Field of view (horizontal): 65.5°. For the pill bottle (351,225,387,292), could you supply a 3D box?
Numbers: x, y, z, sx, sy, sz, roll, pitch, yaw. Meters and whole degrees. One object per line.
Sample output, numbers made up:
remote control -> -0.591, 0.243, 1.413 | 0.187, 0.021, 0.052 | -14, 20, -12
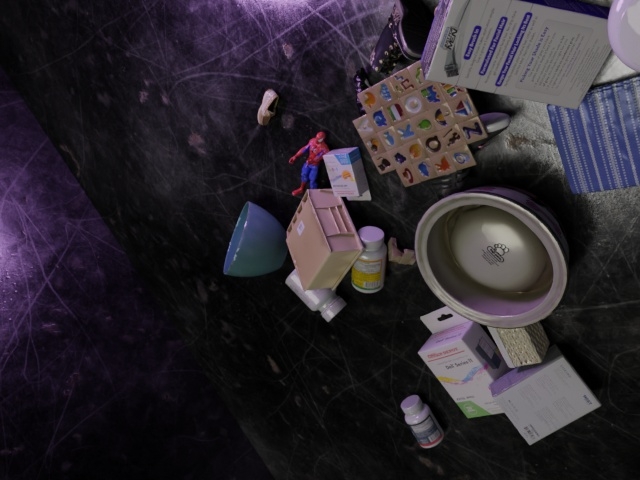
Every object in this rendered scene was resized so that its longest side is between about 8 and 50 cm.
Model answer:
pill bottle -> 0.163, 0.063, 1.662 | 0.117, 0.117, 0.209 | 23, 132, 29

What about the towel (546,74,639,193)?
towel -> 0.681, -0.232, 1.055 | 0.336, 0.040, 0.243 | -7, 114, 47

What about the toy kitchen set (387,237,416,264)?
toy kitchen set -> 0.270, 0.026, 1.606 | 0.083, 0.075, 0.068 | 10, 141, -13

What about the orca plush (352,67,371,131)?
orca plush -> 0.162, -0.340, 1.388 | 0.151, 0.102, 0.287 | -10, 110, 45

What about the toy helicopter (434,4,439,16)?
toy helicopter -> 0.359, -0.459, 1.139 | 0.234, 0.140, 0.355 | 32, 146, 9

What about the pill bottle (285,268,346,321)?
pill bottle -> -0.013, 0.195, 1.905 | 0.229, 0.131, 0.131 | 45, 139, 8

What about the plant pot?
plant pot -> -0.232, 0.019, 1.905 | 0.195, 0.290, 0.290 | 19, 141, -16

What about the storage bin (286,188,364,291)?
storage bin -> 0.000, 0.000, 1.690 | 0.262, 0.123, 0.261 | -59, 44, 49

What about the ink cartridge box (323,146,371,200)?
ink cartridge box -> 0.087, -0.199, 1.587 | 0.104, 0.061, 0.181 | 3, 120, 41

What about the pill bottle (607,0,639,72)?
pill bottle -> 0.585, -0.380, 0.809 | 0.181, 0.323, 0.182 | 23, 131, 29

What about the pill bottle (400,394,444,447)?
pill bottle -> 0.387, 0.692, 1.912 | 0.108, 0.108, 0.180 | -23, 101, 48

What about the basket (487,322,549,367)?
basket -> 0.574, 0.268, 1.440 | 0.103, 0.113, 0.167 | -21, 103, 45

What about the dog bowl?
dog bowl -> 0.467, 0.029, 1.340 | 0.407, 0.150, 0.408 | 23, 131, 30

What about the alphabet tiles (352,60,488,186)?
alphabet tiles -> 0.240, -0.286, 1.264 | 0.342, 0.011, 0.285 | -14, 113, 48

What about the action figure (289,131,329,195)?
action figure -> -0.052, -0.231, 1.637 | 0.091, 0.139, 0.280 | 41, 135, 20

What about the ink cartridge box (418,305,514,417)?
ink cartridge box -> 0.468, 0.392, 1.617 | 0.353, 0.119, 0.207 | 52, 139, 0

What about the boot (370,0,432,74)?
boot -> 0.192, -0.466, 1.213 | 0.085, 0.237, 0.179 | 10, 144, -16

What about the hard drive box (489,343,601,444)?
hard drive box -> 0.643, 0.445, 1.437 | 0.232, 0.089, 0.181 | -37, 90, 16

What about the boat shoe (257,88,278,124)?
boat shoe -> -0.174, -0.438, 1.663 | 0.045, 0.050, 0.135 | 42, 138, 19

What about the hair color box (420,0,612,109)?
hair color box -> 0.396, -0.400, 1.013 | 0.338, 0.110, 0.185 | 9, 132, -5

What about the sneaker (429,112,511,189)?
sneaker -> 0.378, -0.222, 1.286 | 0.295, 0.104, 0.147 | -16, 111, 51
